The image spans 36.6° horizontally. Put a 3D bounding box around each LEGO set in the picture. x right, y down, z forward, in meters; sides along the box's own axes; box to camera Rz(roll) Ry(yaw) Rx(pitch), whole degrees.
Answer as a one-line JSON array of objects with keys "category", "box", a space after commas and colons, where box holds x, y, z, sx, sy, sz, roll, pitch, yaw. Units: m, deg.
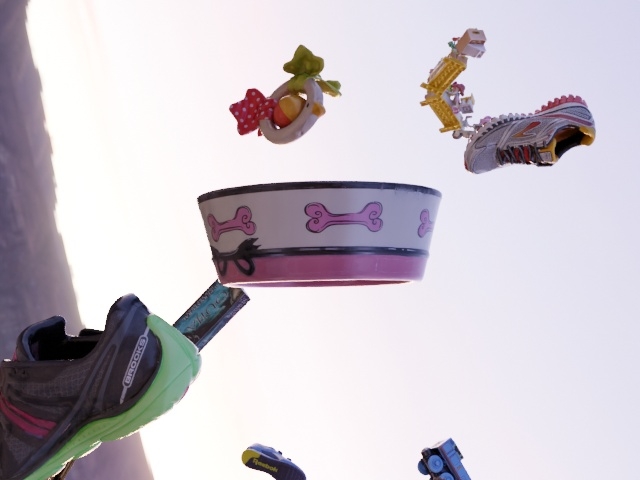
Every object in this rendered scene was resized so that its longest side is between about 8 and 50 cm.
[{"category": "LEGO set", "box": [0.257, -0.313, 1.828, 0.287, 0.132, 0.107, 73, 25, -52]}]

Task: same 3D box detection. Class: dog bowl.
[{"category": "dog bowl", "box": [0.000, 0.000, 1.603, 0.408, 0.408, 0.150, 166, -76, -73]}]

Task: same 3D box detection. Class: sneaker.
[{"category": "sneaker", "box": [0.341, -0.162, 1.580, 0.088, 0.225, 0.093, 60, 10, -47]}, {"category": "sneaker", "box": [-0.091, 0.458, 1.990, 0.053, 0.144, 0.059, -62, 178, 16]}, {"category": "sneaker", "box": [-0.390, 0.222, 1.409, 0.202, 0.483, 0.185, 57, 20, -7]}]

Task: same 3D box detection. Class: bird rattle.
[{"category": "bird rattle", "box": [-0.079, -0.294, 2.097, 0.143, 0.253, 0.207, 48, 17, -42]}]

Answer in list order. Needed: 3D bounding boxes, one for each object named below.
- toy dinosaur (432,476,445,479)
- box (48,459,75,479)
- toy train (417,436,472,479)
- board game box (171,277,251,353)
[{"category": "toy dinosaur", "box": [0.229, 0.597, 1.832, 0.296, 0.127, 0.200, -52, -157, 25]}, {"category": "box", "box": [-0.476, 0.410, 1.751, 0.164, 0.021, 0.201, -61, -167, -8]}, {"category": "toy train", "box": [0.318, 0.581, 2.385, 0.184, 0.105, 0.080, 59, -31, 6]}, {"category": "board game box", "box": [-0.244, 0.161, 2.131, 0.026, 0.186, 0.126, 43, 0, -35]}]
